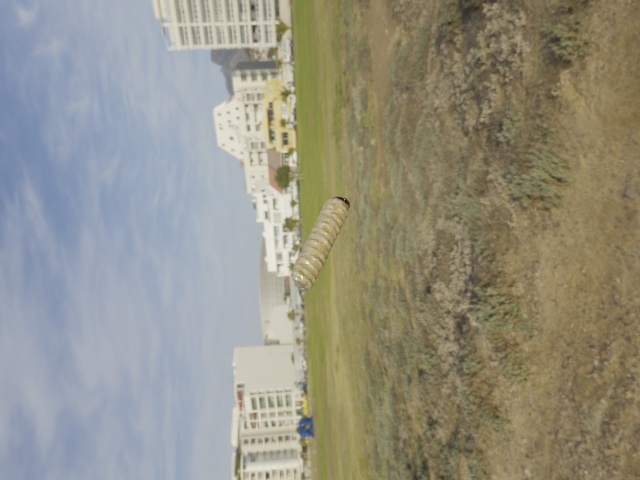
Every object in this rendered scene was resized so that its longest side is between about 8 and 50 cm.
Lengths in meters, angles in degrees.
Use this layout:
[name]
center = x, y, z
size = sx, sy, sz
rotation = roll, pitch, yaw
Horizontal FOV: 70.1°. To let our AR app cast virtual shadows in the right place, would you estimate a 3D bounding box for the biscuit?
[biscuit]
center = 0.000, 0.000, 0.911
size = 0.219, 0.055, 0.061
rotation = -65, -33, -27
